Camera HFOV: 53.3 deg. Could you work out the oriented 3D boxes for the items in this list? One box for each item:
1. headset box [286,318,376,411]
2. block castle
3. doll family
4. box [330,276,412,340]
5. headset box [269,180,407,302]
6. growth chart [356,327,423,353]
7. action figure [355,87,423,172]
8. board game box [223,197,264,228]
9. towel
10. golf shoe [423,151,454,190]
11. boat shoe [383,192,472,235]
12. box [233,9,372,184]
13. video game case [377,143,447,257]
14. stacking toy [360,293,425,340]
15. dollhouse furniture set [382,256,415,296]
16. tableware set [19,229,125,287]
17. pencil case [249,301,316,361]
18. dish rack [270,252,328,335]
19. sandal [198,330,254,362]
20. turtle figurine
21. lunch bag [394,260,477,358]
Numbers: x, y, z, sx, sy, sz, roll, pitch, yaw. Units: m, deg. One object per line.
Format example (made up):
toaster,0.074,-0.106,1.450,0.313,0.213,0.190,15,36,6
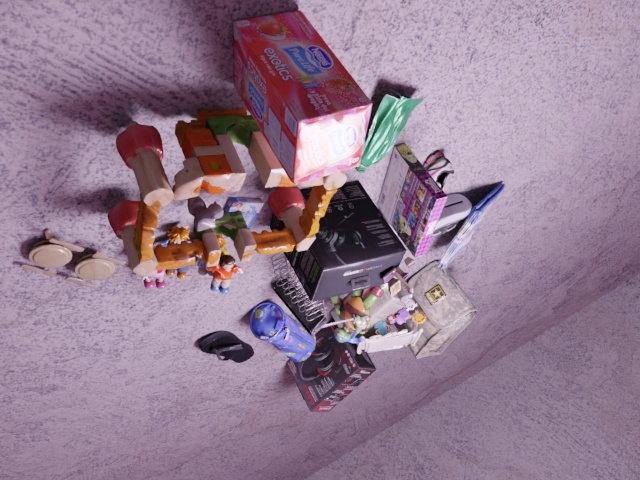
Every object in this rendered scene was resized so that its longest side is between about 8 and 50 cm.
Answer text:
headset box,0.025,0.456,2.273,0.293,0.218,0.110,-46,143,22
block castle,-0.199,-0.114,1.340,0.452,0.213,0.303,-8,145,-28
doll family,-0.318,0.033,1.553,0.262,0.119,0.163,4,143,-16
box,0.176,0.230,2.175,0.232,0.127,0.148,-44,146,20
headset box,0.045,0.002,1.619,0.246,0.283,0.131,-12,143,-28
growth chart,0.231,0.337,2.138,0.237,0.021,0.172,-6,151,-14
action figure,0.143,-0.259,1.551,0.137,0.063,0.232,-1,133,-41
board game box,-0.196,-0.066,1.574,0.090,0.020,0.090,-3,138,-39
towel,0.493,-0.044,2.080,0.209,0.034,0.285,-36,159,-42
golf shoe,0.305,-0.157,1.800,0.067,0.086,0.186,-5,141,-37
boat shoe,0.319,-0.050,1.920,0.335,0.121,0.119,-11,138,-31
box,-0.044,-0.268,1.167,0.142,0.300,0.154,-17,144,-20
video game case,0.238,-0.104,1.700,0.041,0.210,0.232,-16,144,-22
stacking toy,0.239,0.277,2.122,0.221,0.052,0.167,-31,147,1
dollhouse furniture set,0.220,0.115,1.613,0.091,0.081,0.114,-38,154,-11
tableware set,-0.548,0.038,1.416,0.128,0.039,0.194,-34,144,26
pencil case,-0.112,0.297,2.031,0.120,0.133,0.306,-62,151,-13
dish rack,-0.063,0.117,1.768,0.074,0.208,0.272,-33,149,-19
sandal,-0.285,0.348,2.026,0.097,0.055,0.254,-39,147,12
turtle figurine,0.091,0.174,1.954,0.274,0.198,0.266,36,86,-16
lunch bag,0.399,0.243,2.271,0.168,0.235,0.287,-1,137,-39
